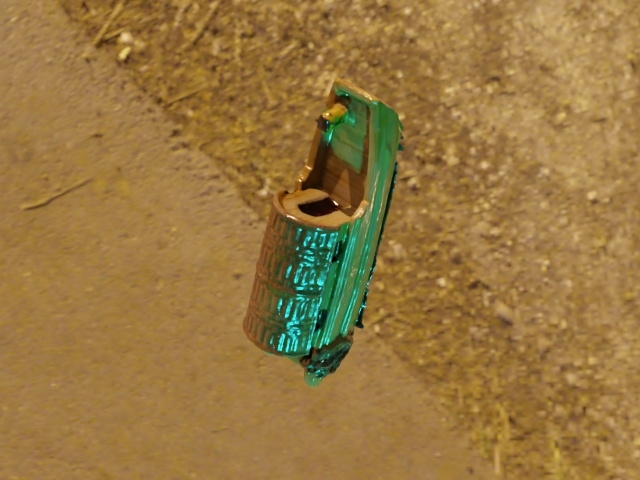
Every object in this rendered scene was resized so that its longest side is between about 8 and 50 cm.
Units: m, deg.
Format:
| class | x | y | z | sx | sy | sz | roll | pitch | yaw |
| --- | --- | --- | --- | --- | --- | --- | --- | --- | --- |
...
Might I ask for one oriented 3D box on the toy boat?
| class | x | y | z | sx | sy | sz | roll | pitch | yaw |
| --- | --- | --- | --- | --- | --- | --- | --- | --- | --- |
| toy boat | 0.000 | 0.000 | 0.783 | 0.088 | 0.068 | 0.226 | -21 | 135 | -46 |
